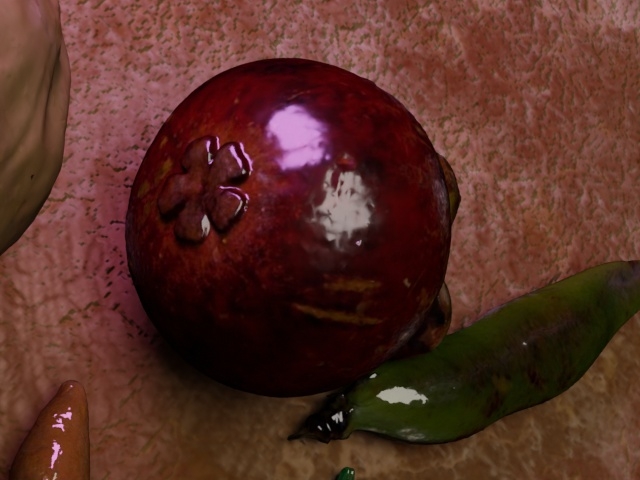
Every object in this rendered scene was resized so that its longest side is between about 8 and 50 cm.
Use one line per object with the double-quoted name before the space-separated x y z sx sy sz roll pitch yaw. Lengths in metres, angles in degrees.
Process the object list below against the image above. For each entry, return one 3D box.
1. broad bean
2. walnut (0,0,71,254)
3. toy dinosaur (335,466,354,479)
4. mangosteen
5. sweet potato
"broad bean" 0.125 0.087 1.337 0.339 0.061 0.077 -20 73 -33
"walnut" -0.316 -0.081 0.982 0.383 0.383 0.384 9 70 -27
"toy dinosaur" 0.036 0.213 1.274 0.060 0.029 0.120 2 78 -13
"mangosteen" 0.000 0.000 1.222 0.257 0.215 0.215 22 62 -50
"sweet potato" -0.176 0.176 1.143 0.055 0.058 0.202 44 55 -35
